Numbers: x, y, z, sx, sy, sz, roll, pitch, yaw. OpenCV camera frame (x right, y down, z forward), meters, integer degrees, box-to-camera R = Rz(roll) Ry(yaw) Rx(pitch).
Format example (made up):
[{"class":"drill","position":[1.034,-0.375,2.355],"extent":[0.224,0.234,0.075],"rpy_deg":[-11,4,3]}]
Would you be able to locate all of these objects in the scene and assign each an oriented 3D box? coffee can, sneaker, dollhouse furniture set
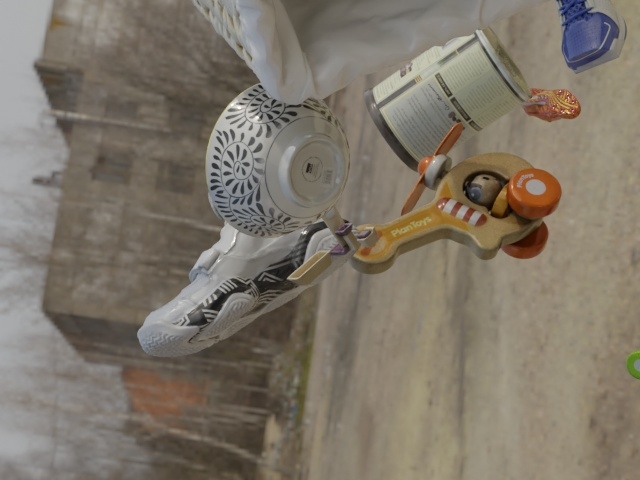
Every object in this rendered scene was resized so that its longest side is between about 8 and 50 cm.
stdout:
[{"class":"coffee can","position":[0.257,-0.294,2.267],"extent":[0.275,0.201,0.201],"rpy_deg":[-33,24,19]},{"class":"sneaker","position":[0.491,-0.279,2.358],"extent":[0.064,0.067,0.175],"rpy_deg":[-46,29,-8]},{"class":"dollhouse furniture set","position":[0.000,0.000,1.501],"extent":[0.114,0.081,0.091],"rpy_deg":[-41,19,-26]},{"class":"sneaker","position":[0.442,-0.462,1.992],"extent":[0.127,0.182,0.315],"rpy_deg":[-22,50,43]},{"class":"sneaker","position":[-0.135,0.012,1.621],"extent":[0.210,0.366,0.137],"rpy_deg":[56,155,12]}]

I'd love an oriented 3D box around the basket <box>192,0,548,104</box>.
[{"class":"basket","position":[0.020,-0.354,1.017],"extent":[0.266,0.331,0.328],"rpy_deg":[44,154,53]}]

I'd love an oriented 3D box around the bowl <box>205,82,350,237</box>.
[{"class":"bowl","position":[-0.026,-0.077,1.157],"extent":[0.080,0.170,0.170],"rpy_deg":[21,105,52]}]

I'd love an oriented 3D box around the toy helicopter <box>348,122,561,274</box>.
[{"class":"toy helicopter","position":[0.191,-0.052,1.797],"extent":[0.235,0.355,0.140],"rpy_deg":[56,160,31]}]

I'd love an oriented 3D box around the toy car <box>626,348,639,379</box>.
[{"class":"toy car","position":[0.634,0.264,1.931],"extent":[0.149,0.155,0.188],"rpy_deg":[-16,85,43]}]
